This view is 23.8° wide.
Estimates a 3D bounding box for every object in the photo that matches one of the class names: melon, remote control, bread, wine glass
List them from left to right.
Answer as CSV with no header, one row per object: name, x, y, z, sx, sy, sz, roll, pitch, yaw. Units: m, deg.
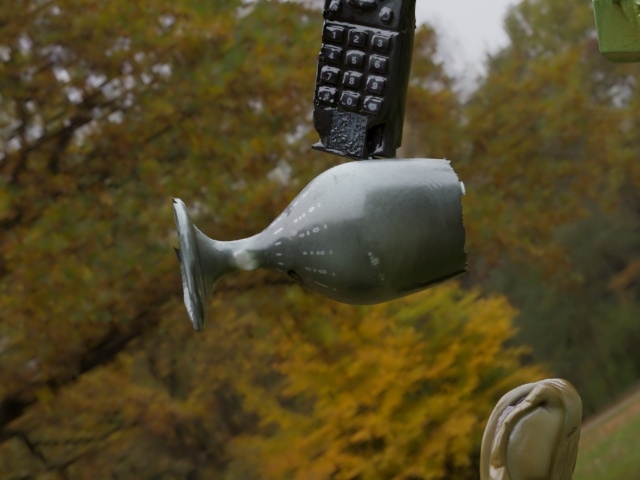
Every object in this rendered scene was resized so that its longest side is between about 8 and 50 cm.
wine glass,0.000,0.000,1.277,0.241,0.126,0.126,-12,-13,-8
remote control,0.072,-0.301,1.945,0.062,0.144,0.399,-14,-64,-57
bread,0.205,0.201,1.483,0.081,0.134,0.225,10,-1,19
melon,0.325,-0.202,1.366,0.118,0.064,0.209,-3,-3,-39
